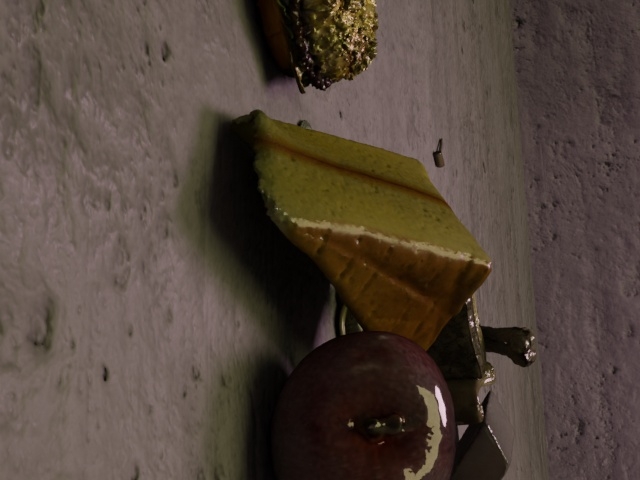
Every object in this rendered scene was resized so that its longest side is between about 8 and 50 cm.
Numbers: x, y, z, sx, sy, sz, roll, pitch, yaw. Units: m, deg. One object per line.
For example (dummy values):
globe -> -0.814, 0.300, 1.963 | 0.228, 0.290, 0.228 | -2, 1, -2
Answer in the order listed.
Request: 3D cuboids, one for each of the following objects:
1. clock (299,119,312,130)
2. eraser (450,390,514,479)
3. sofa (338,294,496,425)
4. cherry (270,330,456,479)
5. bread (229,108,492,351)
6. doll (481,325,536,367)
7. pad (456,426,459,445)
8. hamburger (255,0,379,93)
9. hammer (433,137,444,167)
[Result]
clock -> -0.017, -0.133, 1.470 | 0.074, 0.010, 0.083 | -15, 96, -71
eraser -> 0.230, 0.420, 1.684 | 0.352, 0.077, 0.111 | -66, 174, 26
sofa -> 0.150, 0.168, 1.561 | 0.182, 0.200, 0.258 | -63, 143, -62
cherry -> 0.053, 0.243, 1.233 | 0.307, 0.221, 0.261 | 71, 26, -67
bread -> 0.000, 0.000, 1.294 | 0.362, 0.245, 0.233 | 15, 33, -38
doll -> 0.238, 0.161, 1.725 | 0.091, 0.286, 0.202 | -43, 148, -24
pad -> 0.284, 0.451, 2.143 | 0.116, 0.004, 0.193 | 4, 81, -70
hamburger -> 0.000, -0.324, 1.389 | 0.261, 0.139, 0.243 | -63, 142, -60
hammer -> 0.276, -0.208, 2.336 | 0.110, 0.019, 0.035 | -72, 149, -55
